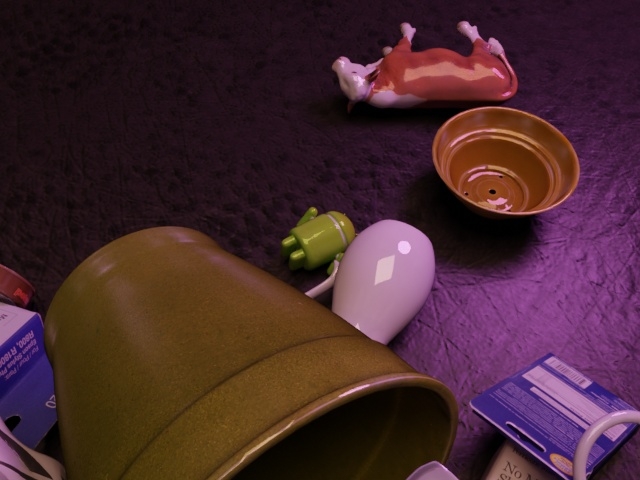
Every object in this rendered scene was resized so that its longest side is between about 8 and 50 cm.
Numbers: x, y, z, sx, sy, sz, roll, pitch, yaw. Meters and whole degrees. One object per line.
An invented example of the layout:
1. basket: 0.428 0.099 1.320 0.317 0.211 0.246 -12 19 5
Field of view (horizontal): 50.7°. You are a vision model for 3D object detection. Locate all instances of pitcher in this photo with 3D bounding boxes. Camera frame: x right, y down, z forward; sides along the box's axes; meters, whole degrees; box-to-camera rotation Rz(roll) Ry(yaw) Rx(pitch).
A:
1. pitcher: 0.047 0.072 0.898 0.178 0.125 0.207 18 67 26

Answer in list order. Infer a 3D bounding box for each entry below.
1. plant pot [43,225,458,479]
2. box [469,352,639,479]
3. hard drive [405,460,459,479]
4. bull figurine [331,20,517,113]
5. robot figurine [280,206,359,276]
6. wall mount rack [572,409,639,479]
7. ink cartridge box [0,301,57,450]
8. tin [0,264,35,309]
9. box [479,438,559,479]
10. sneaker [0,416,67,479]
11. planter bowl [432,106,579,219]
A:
1. plant pot: -0.114 0.170 0.702 0.367 0.366 0.353 -30 50 -21
2. box: 0.269 0.204 0.773 0.136 0.036 0.225 36 27 32
3. hard drive: 0.006 0.329 0.559 0.233 0.353 0.047 -37 63 -24
4. bull figurine: 0.177 -0.292 1.164 0.311 0.101 0.188 6 53 3
5. robot figurine: 0.000 0.000 0.971 0.115 0.067 0.101 -27 65 -19
6. wall mount rack: 0.390 0.312 0.612 0.304 0.130 0.350 -22 93 -7
7. ink cartridge box: -0.474 0.168 0.753 0.330 0.071 0.324 14 29 6
8. tin: -0.476 0.050 0.899 0.190 0.106 0.040 14 56 9
9. box: 0.177 0.354 0.705 0.113 0.094 0.275 28 59 18
10. sneaker: -0.268 0.297 0.656 0.123 0.330 0.146 -22 17 2
11. planter bowl: 0.272 -0.098 1.034 0.217 0.090 0.217 1 54 -2
